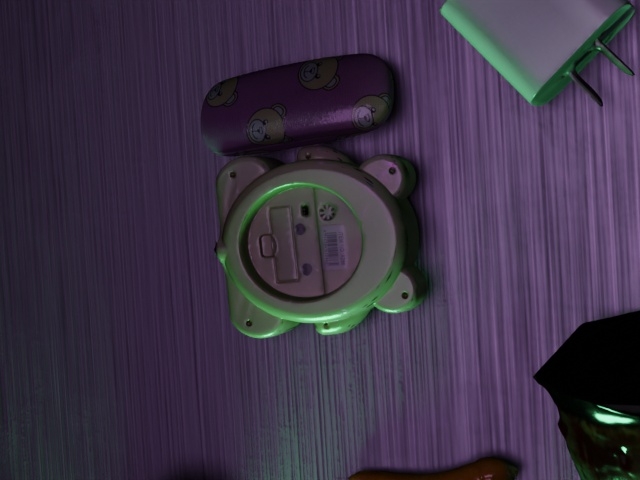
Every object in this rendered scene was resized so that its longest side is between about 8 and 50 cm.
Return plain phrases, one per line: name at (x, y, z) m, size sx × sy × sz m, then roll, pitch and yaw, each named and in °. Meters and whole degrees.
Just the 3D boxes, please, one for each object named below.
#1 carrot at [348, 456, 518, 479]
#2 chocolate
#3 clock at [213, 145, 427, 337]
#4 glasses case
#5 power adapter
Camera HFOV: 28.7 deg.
carrot at (0.166, 0.365, 1.855) m, size 0.271 × 0.062 × 0.066 m, roll -14°, pitch 120°, yaw 27°
chocolate at (0.485, 0.285, 1.579) m, size 0.383 × 0.383 × 0.331 m, roll -3°, pitch 106°, yaw 23°
clock at (0.000, 0.000, 1.876) m, size 0.309 × 0.114 × 0.284 m, roll -6°, pitch 90°, yaw 21°
glasses case at (-0.039, -0.204, 1.887) m, size 0.316 × 0.076 × 0.123 m, roll -7°, pitch 71°, yaw 24°
power adapter at (0.317, -0.292, 1.711) m, size 0.187 × 0.124 × 0.255 m, roll -47°, pitch 75°, yaw 20°
